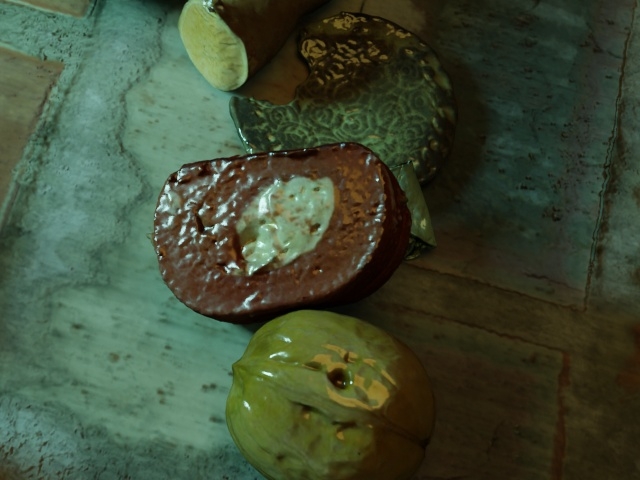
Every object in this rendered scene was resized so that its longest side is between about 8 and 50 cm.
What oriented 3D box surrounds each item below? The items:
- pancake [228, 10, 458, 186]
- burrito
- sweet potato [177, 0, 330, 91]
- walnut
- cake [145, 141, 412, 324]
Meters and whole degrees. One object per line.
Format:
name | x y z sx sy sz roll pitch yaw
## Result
pancake | 0.029 -0.160 2.048 0.286 0.033 0.288 0 59 -11
burrito | 0.090 -0.034 1.962 0.074 0.044 0.118 -20 95 -21
sweet potato | -0.043 -0.329 2.077 0.131 0.131 0.337 35 57 9
walnut | 0.010 0.173 1.750 0.221 0.195 0.195 26 57 3
cake | -0.042 -0.004 1.822 0.283 0.151 0.177 -7 84 10
